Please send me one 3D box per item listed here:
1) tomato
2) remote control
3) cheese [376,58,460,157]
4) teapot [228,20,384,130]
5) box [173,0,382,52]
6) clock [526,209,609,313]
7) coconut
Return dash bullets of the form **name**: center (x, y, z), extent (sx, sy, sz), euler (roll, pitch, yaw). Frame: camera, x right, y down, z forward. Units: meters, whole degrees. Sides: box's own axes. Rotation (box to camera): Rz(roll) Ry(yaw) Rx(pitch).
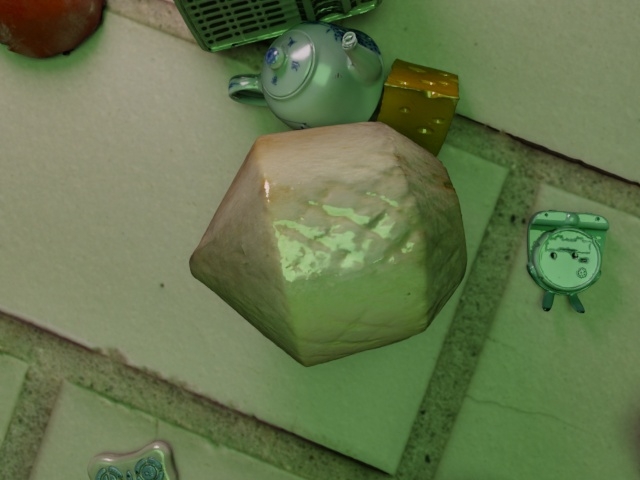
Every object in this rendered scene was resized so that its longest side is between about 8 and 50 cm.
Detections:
- **tomato**: center (-0.407, -0.373, 1.014), extent (0.199, 0.112, 0.227), euler (-9, 87, 6)
- **remote control**: center (-0.263, 0.327, 1.039), extent (0.122, 0.032, 0.074), euler (-15, 89, 5)
- **cheese**: center (0.124, -0.177, 0.939), extent (0.093, 0.171, 0.126), euler (15, 92, 5)
- **teapot**: center (-0.018, -0.210, 0.945), extent (0.232, 0.159, 0.158), euler (-8, 89, 40)
- **box**: center (-0.063, -0.375, 0.931), extent (0.291, 0.220, 0.166), euler (-14, 67, 5)
- **clock**: center (0.327, 0.028, 0.988), extent (0.101, 0.041, 0.135), euler (3, 90, 5)
- **coconut**: center (0.000, 0.000, 0.895), extent (0.329, 0.329, 0.328), euler (0, 90, 4)
